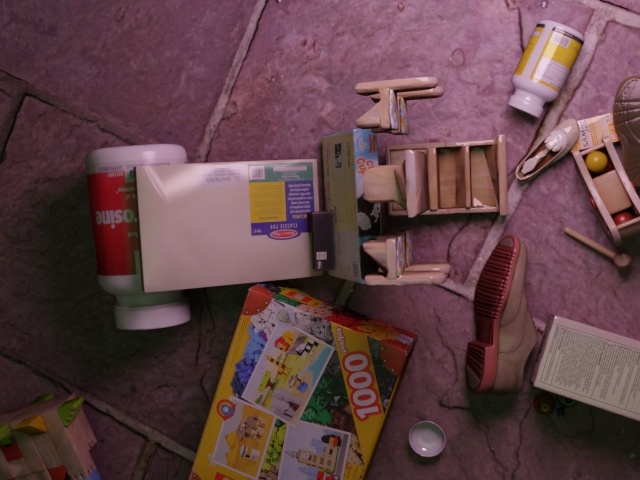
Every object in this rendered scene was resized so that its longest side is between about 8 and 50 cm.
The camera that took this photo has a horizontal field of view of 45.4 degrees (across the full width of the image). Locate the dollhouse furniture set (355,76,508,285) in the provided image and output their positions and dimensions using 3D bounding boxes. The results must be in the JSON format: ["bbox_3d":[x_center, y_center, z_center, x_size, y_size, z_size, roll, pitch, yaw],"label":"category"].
[{"bbox_3d":[0.236,-0.118,1.504,0.256,0.394,0.362,-2,95,14],"label":"dollhouse furniture set"}]

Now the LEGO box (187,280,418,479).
[{"bbox_3d":[-0.043,0.387,1.725,0.372,0.193,0.500,20,100,11],"label":"LEGO box"}]

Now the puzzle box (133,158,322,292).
[{"bbox_3d":[-0.196,-0.037,1.686,0.408,0.052,0.272,-4,94,-20],"label":"puzzle box"}]

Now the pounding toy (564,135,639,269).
[{"bbox_3d":[0.567,-0.058,1.550,0.154,0.154,0.270,-24,89,15],"label":"pounding toy"}]

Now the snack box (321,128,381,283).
[{"bbox_3d":[0.068,-0.076,1.660,0.060,0.187,0.322,-5,95,-21],"label":"snack box"}]

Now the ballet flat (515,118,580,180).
[{"bbox_3d":[0.473,-0.183,1.592,0.057,0.052,0.168,49,120,16],"label":"ballet flat"}]

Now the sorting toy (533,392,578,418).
[{"bbox_3d":[0.515,0.356,1.660,0.102,0.042,0.061,-21,90,15],"label":"sorting toy"}]

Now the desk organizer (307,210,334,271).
[{"bbox_3d":[0.000,0.000,1.706,0.047,0.050,0.130,-4,96,-17],"label":"desk organizer"}]

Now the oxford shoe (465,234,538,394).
[{"bbox_3d":[0.407,0.163,1.651,0.130,0.123,0.348,9,97,-13],"label":"oxford shoe"}]

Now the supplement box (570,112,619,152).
[{"bbox_3d":[0.565,-0.225,1.595,0.098,0.036,0.062,-13,91,15],"label":"supplement box"}]

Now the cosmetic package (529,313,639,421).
[{"bbox_3d":[0.609,0.273,1.582,0.309,0.113,0.160,18,90,11],"label":"cosmetic package"}]

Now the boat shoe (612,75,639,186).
[{"bbox_3d":[0.649,-0.222,1.558,0.080,0.073,0.224,-7,97,33],"label":"boat shoe"}]

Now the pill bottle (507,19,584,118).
[{"bbox_3d":[0.458,-0.351,1.576,0.103,0.103,0.184,26,101,10],"label":"pill bottle"}]

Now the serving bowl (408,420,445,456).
[{"bbox_3d":[0.245,0.449,1.744,0.083,0.027,0.083,1,96,15],"label":"serving bowl"}]

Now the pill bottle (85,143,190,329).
[{"bbox_3d":[-0.405,-0.010,1.761,0.229,0.229,0.408,-4,94,14],"label":"pill bottle"}]

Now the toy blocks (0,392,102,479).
[{"bbox_3d":[-0.713,0.553,1.935,0.381,0.191,0.261,-17,102,14],"label":"toy blocks"}]
